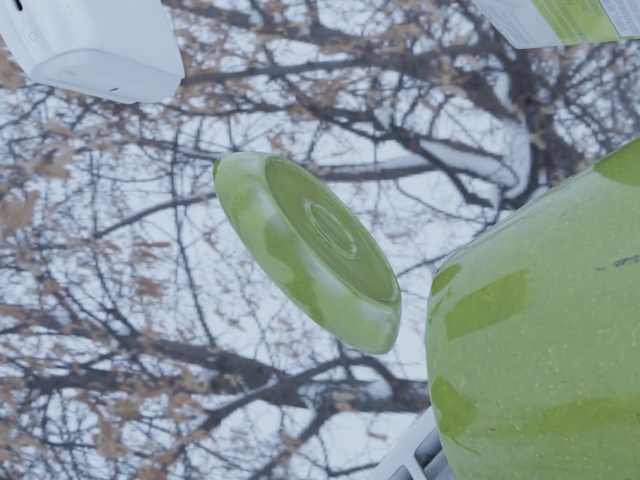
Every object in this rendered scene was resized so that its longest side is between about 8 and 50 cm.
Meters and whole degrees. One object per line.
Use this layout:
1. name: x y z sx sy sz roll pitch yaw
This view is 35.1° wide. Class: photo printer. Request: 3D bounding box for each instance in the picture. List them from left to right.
1. photo printer: -0.300 -0.302 1.223 0.256 0.107 0.307 68 -164 6

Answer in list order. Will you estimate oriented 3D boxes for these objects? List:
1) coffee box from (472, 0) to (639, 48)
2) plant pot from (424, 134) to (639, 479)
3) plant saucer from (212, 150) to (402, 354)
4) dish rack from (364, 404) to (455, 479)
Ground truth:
1. coffee box: 0.236 -0.341 0.617 0.338 0.334 0.337 20 -108 -61
2. plant pot: 0.205 0.040 0.432 0.275 0.294 0.274 33 -130 -52
3. plant saucer: 0.000 0.000 0.939 0.241 0.037 0.241 42 -161 -18
4. dish rack: 0.128 0.248 0.628 0.072 0.333 0.285 29 -71 -31
